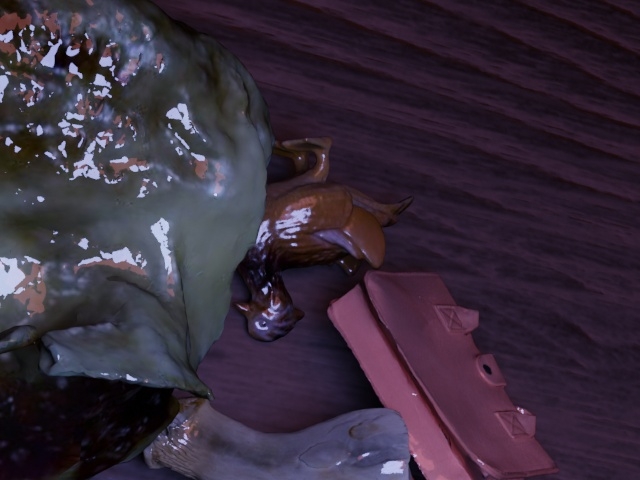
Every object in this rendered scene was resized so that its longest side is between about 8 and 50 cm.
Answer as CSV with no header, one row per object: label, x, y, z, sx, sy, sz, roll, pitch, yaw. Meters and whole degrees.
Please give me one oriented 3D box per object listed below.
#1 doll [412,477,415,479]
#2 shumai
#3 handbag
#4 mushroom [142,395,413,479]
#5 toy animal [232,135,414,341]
doll,0.108,0.352,1.549,0.199,0.105,0.336,-8,77,-45
shumai,-0.218,0.021,1.408,0.395,0.395,0.348,11,70,-19
handbag,0.108,0.122,1.632,0.157,0.059,0.212,1,53,-56
mushroom,-0.034,0.176,1.543,0.223,0.081,0.092,4,91,9
toy animal,0.000,0.000,1.678,0.188,0.089,0.179,1,84,-23
